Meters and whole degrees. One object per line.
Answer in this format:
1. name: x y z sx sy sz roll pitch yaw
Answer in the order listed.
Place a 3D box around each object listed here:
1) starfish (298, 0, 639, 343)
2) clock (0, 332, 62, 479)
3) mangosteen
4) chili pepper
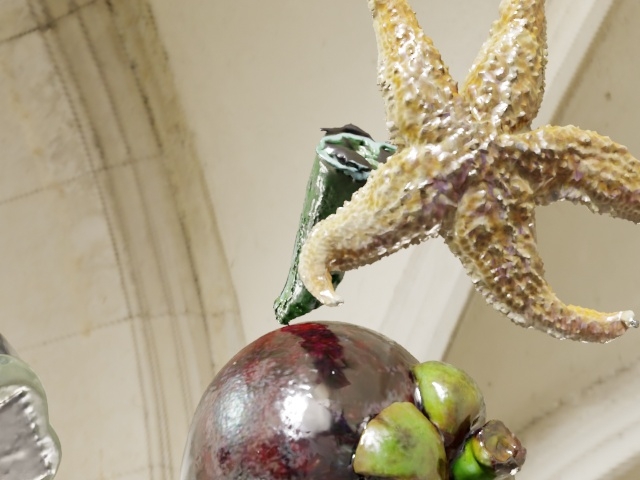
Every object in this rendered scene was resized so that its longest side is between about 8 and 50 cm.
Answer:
1. starfish: 0.123 -0.069 0.913 0.299 0.060 0.303 -8 -92 -2
2. clock: -0.250 0.062 0.716 0.146 0.243 0.200 -35 -38 -20
3. mangosteen: 0.023 0.209 1.201 0.300 0.300 0.300 2 -61 4
4. chili pepper: 0.000 0.000 1.168 0.088 0.059 0.227 21 -50 -8
